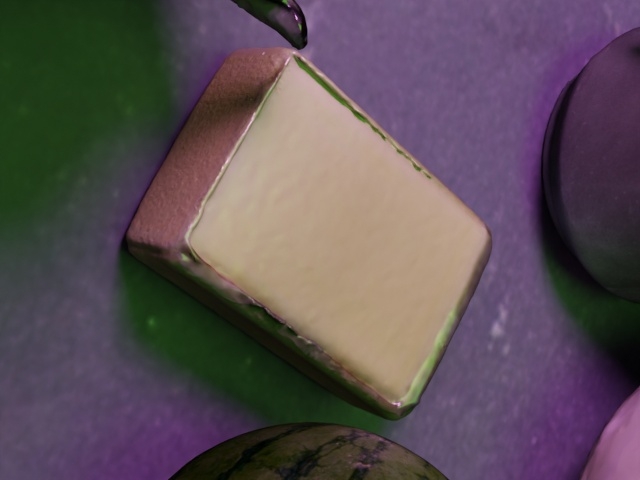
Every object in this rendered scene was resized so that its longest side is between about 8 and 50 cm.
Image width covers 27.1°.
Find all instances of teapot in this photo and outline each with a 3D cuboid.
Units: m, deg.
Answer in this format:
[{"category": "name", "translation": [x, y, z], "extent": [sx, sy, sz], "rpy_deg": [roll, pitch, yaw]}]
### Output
[{"category": "teapot", "translation": [0.250, -0.053, 0.744], "extent": [0.171, 0.225, 0.203], "rpy_deg": [-43, 119, -29]}]

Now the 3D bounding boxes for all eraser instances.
[{"category": "eraser", "translation": [0.000, 0.000, 0.650], "extent": [0.172, 0.058, 0.117], "rpy_deg": [38, 71, -36]}]

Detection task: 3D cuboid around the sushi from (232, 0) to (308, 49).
[{"category": "sushi", "translation": [-0.077, -0.188, 0.476], "extent": [0.274, 0.184, 0.139], "rpy_deg": [25, 93, -51]}]

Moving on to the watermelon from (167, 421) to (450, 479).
[{"category": "watermelon", "translation": [-0.010, 0.187, 0.577], "extent": [0.188, 0.188, 0.215], "rpy_deg": [45, 60, -33]}]

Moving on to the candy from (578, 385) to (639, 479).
[{"category": "candy", "translation": [0.264, 0.183, 0.809], "extent": [0.295, 0.185, 0.295], "rpy_deg": [-10, 112, -26]}]
